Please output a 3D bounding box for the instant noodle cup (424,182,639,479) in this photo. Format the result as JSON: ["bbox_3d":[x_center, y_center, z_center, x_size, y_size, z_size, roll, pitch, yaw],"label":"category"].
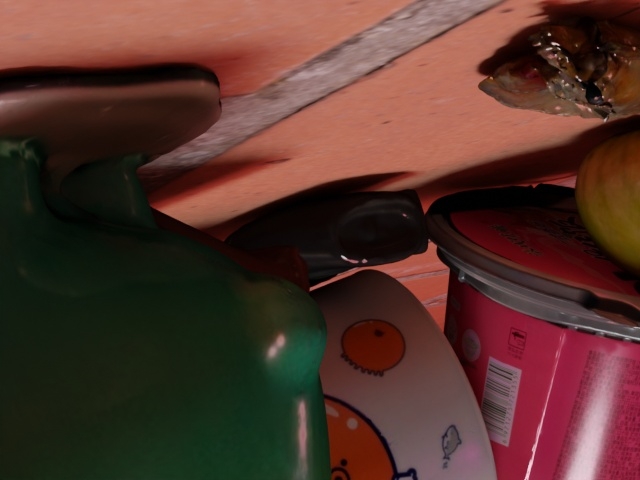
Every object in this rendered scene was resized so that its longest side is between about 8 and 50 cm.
[{"bbox_3d":[0.182,0.086,1.322,0.258,0.182,0.302,12,-164,2],"label":"instant noodle cup"}]

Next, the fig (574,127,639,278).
[{"bbox_3d":[0.237,-0.028,1.196,0.136,0.121,0.153,-14,-160,-40],"label":"fig"}]

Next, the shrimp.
[{"bbox_3d":[0.117,-0.074,0.862,0.101,0.042,0.190,-6,177,13],"label":"shrimp"}]

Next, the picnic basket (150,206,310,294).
[{"bbox_3d":[-0.155,0.075,1.039,0.297,0.222,0.129,-17,131,45],"label":"picnic basket"}]

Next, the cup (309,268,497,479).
[{"bbox_3d":[-0.070,0.171,1.265,0.317,0.212,0.212,-21,177,-20],"label":"cup"}]

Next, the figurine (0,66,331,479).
[{"bbox_3d":[-0.091,0.114,0.765,0.231,0.340,0.323,-14,175,21],"label":"figurine"}]

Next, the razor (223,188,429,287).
[{"bbox_3d":[0.000,0.000,1.241,0.090,0.054,0.148,-12,176,-35],"label":"razor"}]
